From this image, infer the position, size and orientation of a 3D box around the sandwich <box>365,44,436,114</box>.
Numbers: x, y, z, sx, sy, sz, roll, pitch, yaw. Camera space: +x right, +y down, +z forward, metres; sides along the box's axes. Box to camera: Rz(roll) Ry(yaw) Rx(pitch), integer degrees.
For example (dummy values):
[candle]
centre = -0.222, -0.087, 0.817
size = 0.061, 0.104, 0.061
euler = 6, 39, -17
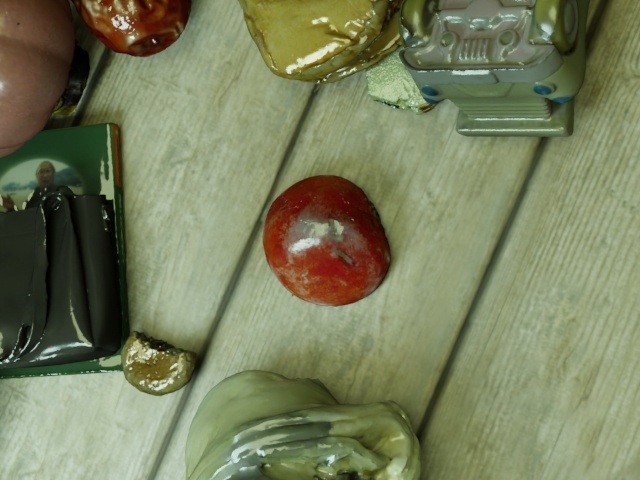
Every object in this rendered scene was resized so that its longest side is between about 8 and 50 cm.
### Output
[sandwich]
centre = 0.117, -0.218, 1.704
size = 0.093, 0.036, 0.105
euler = -39, 78, 7

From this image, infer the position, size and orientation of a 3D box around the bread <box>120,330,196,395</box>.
[bread]
centre = -0.235, 0.181, 1.742
size = 0.113, 0.060, 0.082
euler = 22, 90, 17

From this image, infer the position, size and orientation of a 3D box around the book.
[book]
centre = -0.417, 0.019, 1.814
size = 0.260, 0.043, 0.371
euler = -4, 85, 12

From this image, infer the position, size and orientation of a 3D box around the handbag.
[handbag]
centre = -0.434, 0.058, 1.743
size = 0.285, 0.113, 0.257
euler = -6, 78, 12

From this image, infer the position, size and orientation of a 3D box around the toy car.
[toy car]
centre = 0.260, -0.326, 1.607
size = 0.242, 0.226, 0.336
euler = 2, 67, 29

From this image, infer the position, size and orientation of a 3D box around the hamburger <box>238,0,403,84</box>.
[hamburger]
centre = 0.006, -0.365, 1.685
size = 0.259, 0.144, 0.283
euler = -21, 82, 29

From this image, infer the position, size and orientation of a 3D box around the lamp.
[lamp]
centre = -0.460, -0.260, 1.738
size = 0.305, 0.239, 0.305
euler = -23, 59, 46

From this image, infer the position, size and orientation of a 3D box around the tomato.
[tomato]
centre = 0.000, 0.000, 1.680
size = 0.173, 0.099, 0.189
euler = -24, 81, 9

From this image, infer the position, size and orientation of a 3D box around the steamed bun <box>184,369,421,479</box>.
[steamed bun]
centre = -0.029, 0.342, 1.580
size = 0.339, 0.247, 0.352
euler = -4, 79, 12

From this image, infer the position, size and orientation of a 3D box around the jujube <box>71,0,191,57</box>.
[jujube]
centre = -0.290, -0.389, 1.753
size = 0.174, 0.174, 0.250
euler = -31, 76, 9
